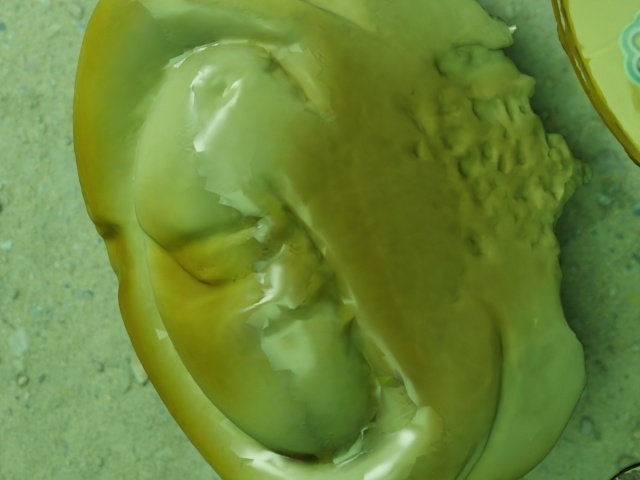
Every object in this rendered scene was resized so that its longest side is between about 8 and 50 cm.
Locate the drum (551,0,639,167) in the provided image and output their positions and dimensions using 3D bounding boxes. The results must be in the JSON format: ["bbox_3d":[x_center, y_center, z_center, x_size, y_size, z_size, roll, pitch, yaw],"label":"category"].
[{"bbox_3d":[0.353,-0.197,1.091,0.431,0.214,0.431,4,104,18],"label":"drum"}]

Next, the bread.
[{"bbox_3d":[0.011,-0.003,1.233,0.329,0.245,0.424,-19,91,21],"label":"bread"}]

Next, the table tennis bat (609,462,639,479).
[{"bbox_3d":[0.263,0.275,1.329,0.131,0.022,0.234,1,101,18],"label":"table tennis bat"}]
